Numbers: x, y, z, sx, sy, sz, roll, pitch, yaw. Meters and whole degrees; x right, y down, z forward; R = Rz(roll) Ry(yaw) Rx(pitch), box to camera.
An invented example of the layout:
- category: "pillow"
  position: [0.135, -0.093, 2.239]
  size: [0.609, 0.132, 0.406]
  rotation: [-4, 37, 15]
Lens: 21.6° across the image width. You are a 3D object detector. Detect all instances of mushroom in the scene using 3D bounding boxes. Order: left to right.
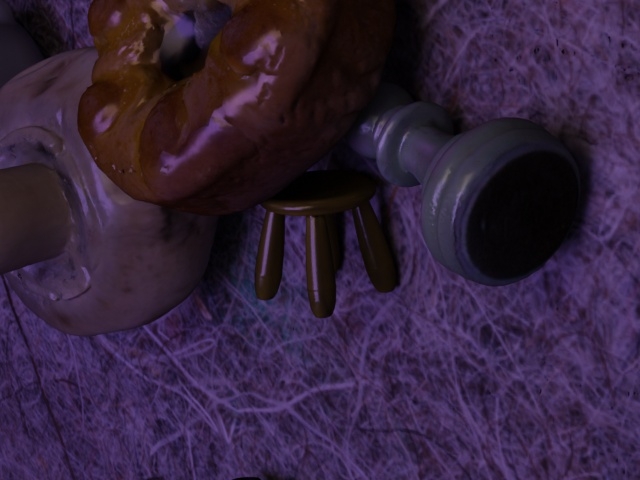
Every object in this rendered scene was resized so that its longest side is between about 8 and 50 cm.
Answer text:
- category: "mushroom"
  position: [-0.274, -0.041, 1.696]
  size: [0.314, 0.336, 0.314]
  rotation: [9, 104, 40]

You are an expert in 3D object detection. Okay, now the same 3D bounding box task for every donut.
- category: "donut"
  position: [-0.082, -0.169, 1.497]
  size: [0.317, 0.150, 0.299]
  rotation: [5, 76, 48]

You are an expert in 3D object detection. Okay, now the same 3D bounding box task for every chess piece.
- category: "chess piece"
  position: [0.092, -0.075, 1.441]
  size: [0.271, 0.139, 0.139]
  rotation: [39, 131, 49]

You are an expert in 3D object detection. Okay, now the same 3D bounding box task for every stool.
- category: "stool"
  position: [0.000, 0.000, 1.565]
  size: [0.135, 0.134, 0.111]
  rotation: [-84, -12, -71]

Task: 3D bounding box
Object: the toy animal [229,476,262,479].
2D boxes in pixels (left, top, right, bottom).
- category: "toy animal"
  position: [-0.099, 0.332, 1.771]
  size: [0.114, 0.146, 0.245]
  rotation: [48, 141, 0]

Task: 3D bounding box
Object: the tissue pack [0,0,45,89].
- category: "tissue pack"
  position: [-0.462, -0.163, 1.948]
  size: [0.333, 0.229, 0.236]
  rotation: [14, 116, 46]
